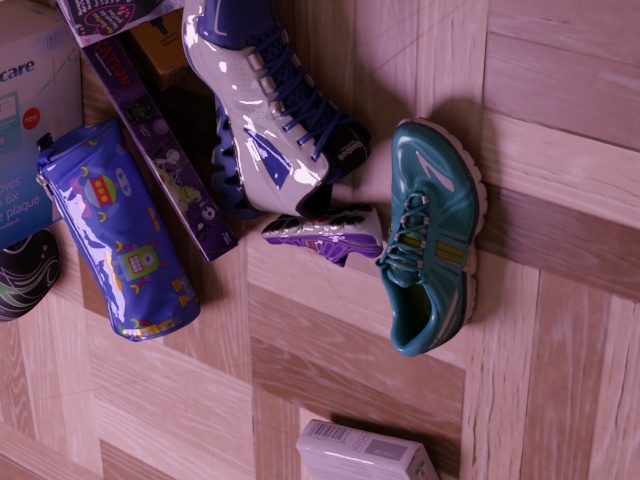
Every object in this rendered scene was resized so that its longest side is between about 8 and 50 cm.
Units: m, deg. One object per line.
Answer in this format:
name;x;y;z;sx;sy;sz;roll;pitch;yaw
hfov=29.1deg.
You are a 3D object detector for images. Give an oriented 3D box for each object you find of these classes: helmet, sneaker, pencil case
helmet;-0.486;0.040;1.841;0.169;0.161;0.169;20;125;32
sneaker;-0.034;-0.151;1.384;0.182;0.127;0.315;14;129;31
pencil case;-0.271;-0.010;1.638;0.119;0.133;0.306;7;123;62
sneaker;0.114;0.002;1.338;0.107;0.110;0.275;13;120;36
sneaker;0.000;0.000;1.469;0.170;0.068;0.071;3;121;39

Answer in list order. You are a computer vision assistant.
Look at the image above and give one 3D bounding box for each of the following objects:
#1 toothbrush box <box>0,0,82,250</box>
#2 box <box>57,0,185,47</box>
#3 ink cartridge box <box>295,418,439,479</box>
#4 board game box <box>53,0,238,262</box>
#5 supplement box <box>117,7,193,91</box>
toothbrush box;-0.435;-0.151;1.652;0.126;0.216;0.295;23;126;29
box;-0.260;-0.366;1.347;0.163;0.142;0.247;91;154;-67
ink cartridge box;0.084;0.339;1.612;0.181;0.056;0.224;6;135;39
board game box;-0.209;-0.131;1.508;0.346;0.056;0.208;59;170;-3
supplement box;-0.228;-0.295;1.474;0.233;0.078;0.080;53;164;6
